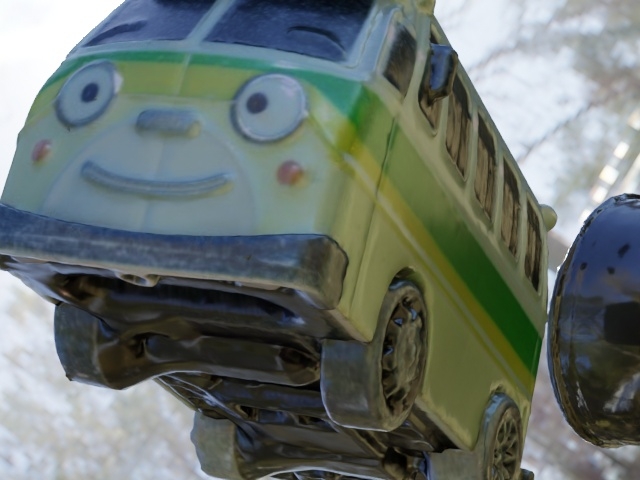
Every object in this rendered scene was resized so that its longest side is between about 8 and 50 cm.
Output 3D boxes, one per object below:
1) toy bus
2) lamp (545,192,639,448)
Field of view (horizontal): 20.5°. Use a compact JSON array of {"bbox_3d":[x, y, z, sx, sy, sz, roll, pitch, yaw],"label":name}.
[{"bbox_3d":[0.000,0.000,0.671,0.276,0.134,0.164,51,-131,-60],"label":"toy bus"},{"bbox_3d":[0.249,0.059,0.926,0.172,0.227,0.147,-54,-50,-29],"label":"lamp"}]
